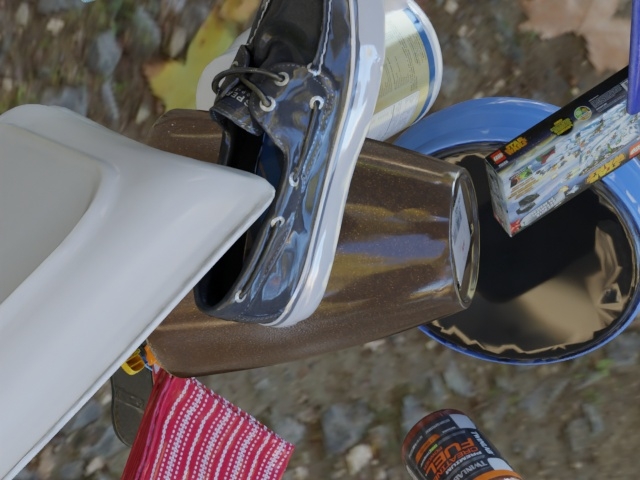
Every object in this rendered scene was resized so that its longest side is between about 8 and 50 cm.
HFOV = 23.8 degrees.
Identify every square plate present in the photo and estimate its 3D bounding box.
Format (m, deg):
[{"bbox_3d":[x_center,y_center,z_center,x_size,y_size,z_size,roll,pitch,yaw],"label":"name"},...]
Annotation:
[{"bbox_3d":[-0.220,0.054,0.803,0.344,0.347,0.049,-46,117,-12],"label":"square plate"}]

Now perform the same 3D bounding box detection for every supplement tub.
[{"bbox_3d":[0.184,0.296,1.818,0.106,0.198,0.106,-14,125,-21],"label":"supplement tub"},{"bbox_3d":[0.000,-0.139,1.355,0.200,0.144,0.144,-31,87,-43],"label":"supplement tub"}]

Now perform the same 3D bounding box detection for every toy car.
[{"bbox_3d":[-0.144,0.100,1.261,0.040,0.060,0.122,53,28,7],"label":"toy car"}]

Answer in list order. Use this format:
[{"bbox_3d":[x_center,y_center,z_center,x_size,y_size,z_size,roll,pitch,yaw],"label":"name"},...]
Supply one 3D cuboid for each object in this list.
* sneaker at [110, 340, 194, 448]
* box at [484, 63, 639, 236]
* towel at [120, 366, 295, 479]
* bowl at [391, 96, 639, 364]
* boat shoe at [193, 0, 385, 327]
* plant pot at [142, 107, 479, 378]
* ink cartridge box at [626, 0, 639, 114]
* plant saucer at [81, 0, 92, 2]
[{"bbox_3d":[-0.201,0.101,1.807,0.090,0.145,0.270,5,113,9],"label":"sneaker"},{"bbox_3d":[0.192,-0.068,1.166,0.137,0.094,0.027,-32,60,-7],"label":"box"},{"bbox_3d":[-0.124,0.265,1.617,0.031,0.275,0.199,8,70,32],"label":"towel"},{"bbox_3d":[0.244,0.001,1.948,0.391,0.391,0.077,31,40,-6],"label":"bowl"},{"bbox_3d":[-0.027,-0.062,0.821,0.076,0.080,0.228,-1,109,-43],"label":"boat shoe"},{"bbox_3d":[0.000,0.000,1.173,0.230,0.215,0.215,-1,77,18],"label":"plant pot"},{"bbox_3d":[0.293,-0.140,0.547,0.395,0.270,0.151,-9,45,-1],"label":"ink cartridge box"},{"bbox_3d":[-0.128,-0.253,1.307,0.192,0.018,0.067,-19,74,-21],"label":"plant saucer"}]
